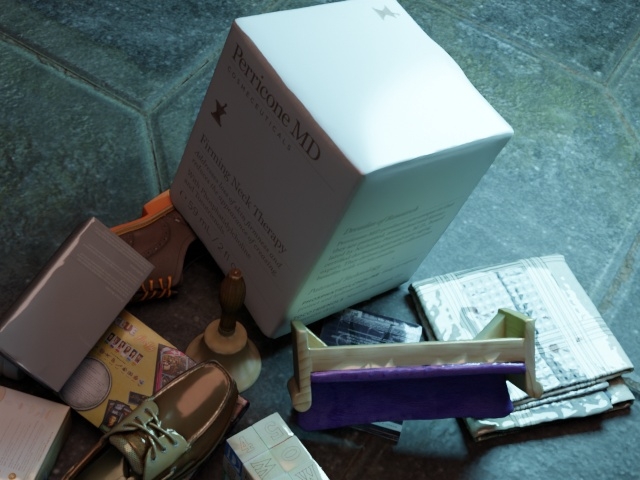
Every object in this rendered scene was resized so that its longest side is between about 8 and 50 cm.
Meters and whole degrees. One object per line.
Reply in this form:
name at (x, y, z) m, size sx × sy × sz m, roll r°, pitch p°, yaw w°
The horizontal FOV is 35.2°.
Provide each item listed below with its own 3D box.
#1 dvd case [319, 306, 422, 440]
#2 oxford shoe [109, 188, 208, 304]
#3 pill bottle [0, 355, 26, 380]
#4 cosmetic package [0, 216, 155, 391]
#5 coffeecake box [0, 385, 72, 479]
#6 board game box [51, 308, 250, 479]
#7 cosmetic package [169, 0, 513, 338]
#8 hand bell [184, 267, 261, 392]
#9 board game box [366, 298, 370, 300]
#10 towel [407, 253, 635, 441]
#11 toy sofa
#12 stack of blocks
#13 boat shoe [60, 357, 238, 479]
dvd case at (0.069, 0.208, 1.645) m, size 0.165 × 0.018 × 0.221 m, roll 16°, pitch 50°, yaw 1°
oxford shoe at (-0.298, 0.048, 1.643) m, size 0.133 × 0.130 × 0.364 m, roll 38°, pitch 54°, yaw 12°
pill bottle at (-0.512, 0.163, 1.536) m, size 0.137 × 0.078 × 0.078 m, roll 16°, pitch 50°, yaw 3°
cosmetic package at (-0.370, 0.094, 1.490) m, size 0.127 × 0.107 × 0.238 m, roll 43°, pitch 72°, yaw -16°
coffeecake box at (-0.472, 0.285, 1.449) m, size 0.186 × 0.068 × 0.142 m, roll 16°, pitch 50°, yaw 3°
board game box at (-0.249, 0.235, 1.497) m, size 0.243 × 0.042 × 0.165 m, roll 36°, pitch 76°, yaw 11°
cosmetic package at (0.016, -0.121, 1.594) m, size 0.327 × 0.393 × 0.329 m, roll -19°, pitch 61°, yaw -38°
hand bell at (-0.142, 0.122, 1.531) m, size 0.126 × 0.242 × 0.126 m, roll 5°, pitch 51°, yaw -6°
board game box at (0.000, 0.000, 1.798) m, size 0.136 × 0.030 × 0.259 m, roll -4°, pitch 52°, yaw -11°
towel at (0.341, 0.168, 1.706) m, size 0.312 × 0.056 × 0.324 m, roll -9°, pitch 54°, yaw -17°
toy sofa at (0.134, 0.201, 1.497) m, size 0.363 × 0.150 × 0.177 m, roll -2°, pitch 92°, yaw -5°
stack of blocks at (-0.019, 0.403, 1.370) m, size 0.087 × 0.171 × 0.297 m, roll -25°, pitch 59°, yaw -27°
boat shoe at (-0.244, 0.295, 1.390) m, size 0.122 × 0.120 × 0.324 m, roll 42°, pitch 76°, yaw 12°
